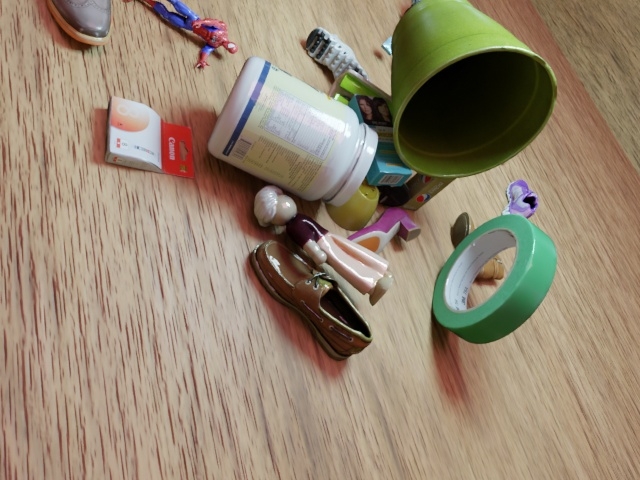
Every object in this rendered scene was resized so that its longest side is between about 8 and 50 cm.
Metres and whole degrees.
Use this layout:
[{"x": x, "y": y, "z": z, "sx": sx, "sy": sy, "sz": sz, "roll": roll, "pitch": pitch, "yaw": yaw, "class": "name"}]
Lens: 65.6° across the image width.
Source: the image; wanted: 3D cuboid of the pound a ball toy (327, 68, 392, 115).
[{"x": 0.182, "y": -0.377, "z": 1.439, "sx": 0.319, "sy": 0.136, "sz": 0.208, "roll": 28, "pitch": 85, "yaw": -18, "class": "pound a ball toy"}]

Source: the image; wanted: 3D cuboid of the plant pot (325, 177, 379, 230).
[{"x": 0.092, "y": -0.105, "z": 1.246, "sx": 0.134, "sy": 0.095, "sz": 0.134, "roll": 18, "pitch": 52, "yaw": -25, "class": "plant pot"}]

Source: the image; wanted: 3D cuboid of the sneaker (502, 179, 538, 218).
[{"x": 0.704, "y": -0.140, "z": 1.712, "sx": 0.095, "sy": 0.104, "sz": 0.236, "roll": 38, "pitch": 45, "yaw": -8, "class": "sneaker"}]

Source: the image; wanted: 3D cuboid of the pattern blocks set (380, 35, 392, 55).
[{"x": 0.374, "y": -0.609, "z": 1.735, "sx": 0.285, "sy": 0.026, "sz": 0.325, "roll": -37, "pitch": 98, "yaw": -13, "class": "pattern blocks set"}]

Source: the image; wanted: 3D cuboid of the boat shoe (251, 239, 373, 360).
[{"x": -0.009, "y": 0.105, "z": 1.028, "sx": 0.307, "sy": 0.104, "sz": 0.111, "roll": 46, "pitch": 46, "yaw": -2, "class": "boat shoe"}]

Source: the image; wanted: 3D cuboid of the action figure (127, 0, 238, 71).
[{"x": -0.336, "y": -0.527, "z": 1.216, "sx": 0.280, "sy": 0.091, "sz": 0.139, "roll": 26, "pitch": 43, "yaw": -19, "class": "action figure"}]

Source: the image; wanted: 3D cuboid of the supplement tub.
[{"x": -0.061, "y": -0.231, "z": 1.110, "sx": 0.325, "sy": 0.235, "sz": 0.235, "roll": 25, "pitch": 50, "yaw": -18, "class": "supplement tub"}]

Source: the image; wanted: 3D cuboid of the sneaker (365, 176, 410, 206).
[{"x": 0.133, "y": -0.218, "z": 1.347, "sx": 0.281, "sy": 0.106, "sz": 0.162, "roll": 31, "pitch": 45, "yaw": -15, "class": "sneaker"}]

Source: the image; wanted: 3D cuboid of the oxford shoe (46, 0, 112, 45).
[{"x": -0.525, "y": -0.589, "z": 1.086, "sx": 0.130, "sy": 0.133, "sz": 0.364, "roll": -4, "pitch": 65, "yaw": -38, "class": "oxford shoe"}]

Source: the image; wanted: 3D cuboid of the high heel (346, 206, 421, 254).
[{"x": 0.136, "y": -0.032, "z": 1.262, "sx": 0.244, "sy": 0.082, "sz": 0.117, "roll": -18, "pitch": 45, "yaw": -29, "class": "high heel"}]

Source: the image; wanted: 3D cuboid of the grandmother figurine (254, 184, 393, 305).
[{"x": 0.000, "y": 0.000, "z": 1.081, "sx": 0.342, "sy": 0.208, "sz": 0.104, "roll": 37, "pitch": 91, "yaw": 1, "class": "grandmother figurine"}]

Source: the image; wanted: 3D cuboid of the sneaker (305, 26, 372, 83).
[{"x": 0.082, "y": -0.528, "z": 1.518, "sx": 0.292, "sy": 0.110, "sz": 0.118, "roll": 55, "pitch": 36, "yaw": 6, "class": "sneaker"}]

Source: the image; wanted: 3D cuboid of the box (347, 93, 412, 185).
[{"x": 0.146, "y": -0.256, "z": 1.265, "sx": 0.100, "sy": 0.060, "sz": 0.244, "roll": -2, "pitch": 63, "yaw": -27, "class": "box"}]

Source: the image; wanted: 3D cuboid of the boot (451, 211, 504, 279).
[{"x": 0.466, "y": 0.022, "z": 1.457, "sx": 0.152, "sy": 0.073, "sz": 0.197, "roll": 13, "pitch": 67, "yaw": -28, "class": "boot"}]

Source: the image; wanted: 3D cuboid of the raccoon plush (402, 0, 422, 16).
[{"x": 0.509, "y": -0.791, "z": 1.940, "sx": 0.446, "sy": 0.216, "sz": 0.299, "roll": 14, "pitch": 63, "yaw": -29, "class": "raccoon plush"}]

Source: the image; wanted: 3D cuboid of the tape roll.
[{"x": 0.407, "y": 0.088, "z": 1.192, "sx": 0.077, "sy": 0.321, "sz": 0.321, "roll": 34, "pitch": 47, "yaw": -14, "class": "tape roll"}]

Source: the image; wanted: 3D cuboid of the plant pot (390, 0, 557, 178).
[{"x": 0.323, "y": -0.405, "z": 1.222, "sx": 0.366, "sy": 0.366, "sz": 0.353, "roll": 15, "pitch": 47, "yaw": -28, "class": "plant pot"}]

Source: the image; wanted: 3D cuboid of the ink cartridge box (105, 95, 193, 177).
[{"x": -0.348, "y": -0.212, "z": 1.032, "sx": 0.179, "sy": 0.045, "sz": 0.145, "roll": 7, "pitch": 59, "yaw": -30, "class": "ink cartridge box"}]

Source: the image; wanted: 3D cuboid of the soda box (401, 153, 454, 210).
[{"x": 0.292, "y": -0.156, "z": 1.365, "sx": 0.058, "sy": 0.181, "sz": 0.061, "roll": 10, "pitch": 56, "yaw": -31, "class": "soda box"}]
